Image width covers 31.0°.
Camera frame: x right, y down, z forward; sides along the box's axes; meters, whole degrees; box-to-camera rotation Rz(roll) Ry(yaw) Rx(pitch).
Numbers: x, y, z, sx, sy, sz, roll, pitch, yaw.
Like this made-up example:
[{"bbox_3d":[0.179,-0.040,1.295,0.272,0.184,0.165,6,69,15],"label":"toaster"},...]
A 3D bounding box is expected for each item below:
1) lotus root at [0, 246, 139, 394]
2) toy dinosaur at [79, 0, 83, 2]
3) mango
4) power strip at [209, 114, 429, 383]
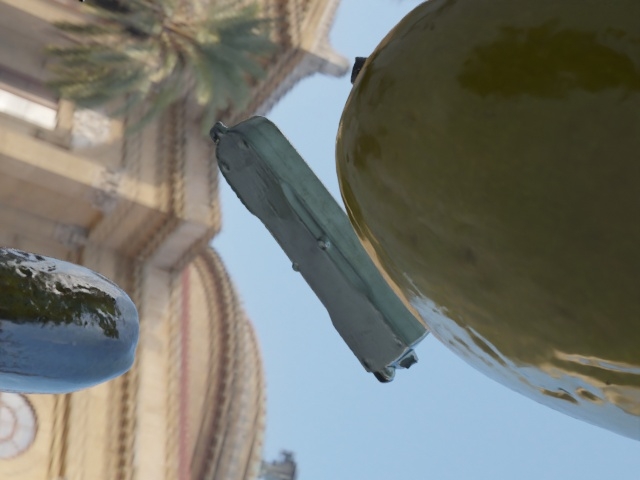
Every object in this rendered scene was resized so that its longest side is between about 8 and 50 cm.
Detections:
[{"bbox_3d":[-0.274,0.074,1.026,0.124,0.241,0.123,-53,-136,34],"label":"lotus root"},{"bbox_3d":[-0.284,-0.217,0.775,0.097,0.432,0.208,-161,-95,-79],"label":"toy dinosaur"},{"bbox_3d":[0.162,-0.009,0.468,0.142,0.331,0.195,-51,154,-62],"label":"mango"},{"bbox_3d":[-0.002,0.001,1.060,0.048,0.286,0.080,-36,176,-37],"label":"power strip"}]
